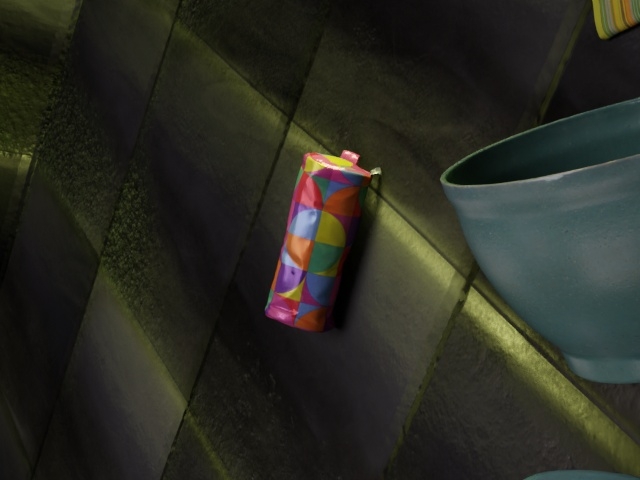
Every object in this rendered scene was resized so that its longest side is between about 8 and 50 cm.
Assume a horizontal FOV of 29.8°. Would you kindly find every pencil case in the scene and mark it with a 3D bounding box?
[{"bbox_3d":[0.000,0.000,1.566,0.104,0.104,0.236,31,107,56],"label":"pencil case"}]

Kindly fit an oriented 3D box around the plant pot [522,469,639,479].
[{"bbox_3d":[0.227,0.333,0.974,0.272,0.272,0.255,-27,42,53],"label":"plant pot"}]

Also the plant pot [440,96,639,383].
[{"bbox_3d":[0.266,-0.001,1.003,0.293,0.293,0.196,-1,108,58],"label":"plant pot"}]

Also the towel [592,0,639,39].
[{"bbox_3d":[0.349,-0.277,1.144,0.237,0.021,0.102,-20,72,54],"label":"towel"}]
